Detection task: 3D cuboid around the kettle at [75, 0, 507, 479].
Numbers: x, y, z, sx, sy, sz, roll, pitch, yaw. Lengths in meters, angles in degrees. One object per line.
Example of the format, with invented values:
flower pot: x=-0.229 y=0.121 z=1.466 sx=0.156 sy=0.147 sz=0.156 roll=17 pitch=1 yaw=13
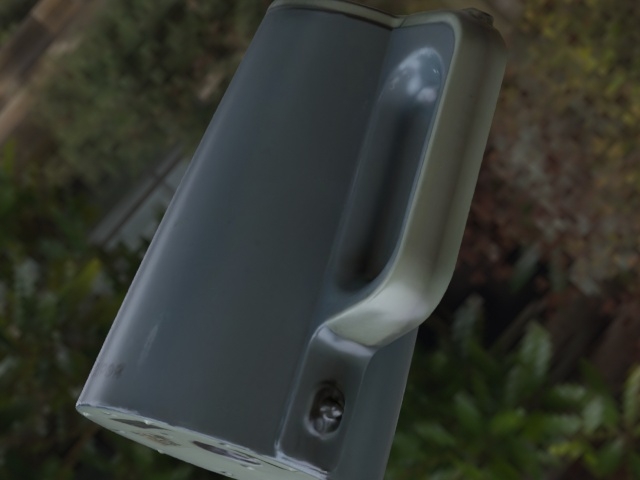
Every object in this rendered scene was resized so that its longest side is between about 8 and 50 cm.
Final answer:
kettle: x=0.000 y=0.000 z=1.008 sx=0.160 sy=0.243 sz=0.210 roll=24 pitch=168 yaw=-23
